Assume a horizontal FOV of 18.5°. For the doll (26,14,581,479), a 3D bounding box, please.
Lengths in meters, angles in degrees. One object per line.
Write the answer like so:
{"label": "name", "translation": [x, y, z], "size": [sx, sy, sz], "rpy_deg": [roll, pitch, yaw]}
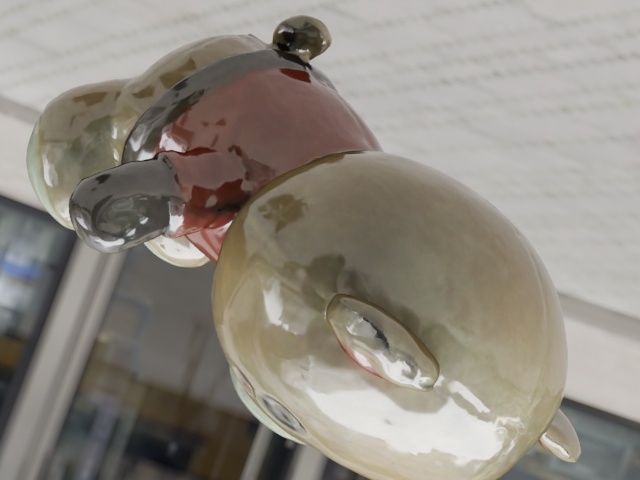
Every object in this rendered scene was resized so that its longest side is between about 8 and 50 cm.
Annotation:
{"label": "doll", "translation": [0.000, 0.000, 1.027], "size": [0.330, 0.174, 0.235], "rpy_deg": [44, -173, 35]}
